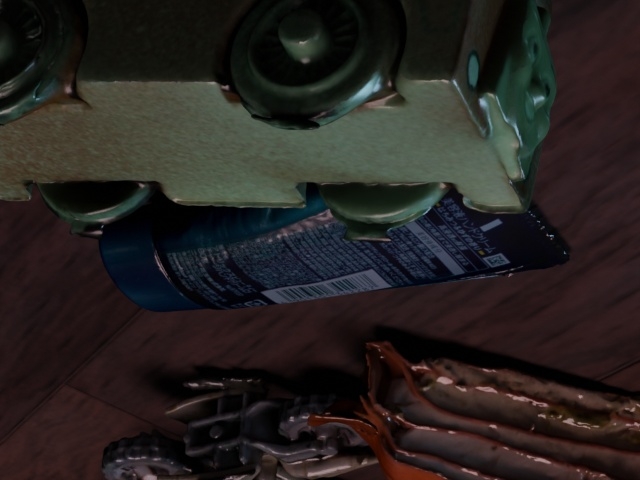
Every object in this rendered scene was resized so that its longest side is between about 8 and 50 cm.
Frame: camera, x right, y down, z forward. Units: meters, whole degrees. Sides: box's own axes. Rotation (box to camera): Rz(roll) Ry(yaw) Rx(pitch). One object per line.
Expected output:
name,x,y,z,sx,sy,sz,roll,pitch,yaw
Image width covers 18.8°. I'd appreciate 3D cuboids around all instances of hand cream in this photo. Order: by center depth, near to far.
hand cream,0.000,0.000,1.123,0.270,0.061,0.120,-6,145,33

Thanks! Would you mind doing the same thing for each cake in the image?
cake,0.139,0.147,1.261,0.287,0.098,0.135,16,152,17

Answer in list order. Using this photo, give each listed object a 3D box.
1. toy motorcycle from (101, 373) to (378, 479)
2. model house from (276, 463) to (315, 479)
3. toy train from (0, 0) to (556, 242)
toy motorcycle,-0.044,0.156,1.414,0.229,0.094,0.130,-16,143,31
model house,-0.070,0.306,1.565,0.198,0.215,0.224,48,156,14
toy train,-0.052,-0.090,0.873,0.326,0.159,0.129,1,151,25
